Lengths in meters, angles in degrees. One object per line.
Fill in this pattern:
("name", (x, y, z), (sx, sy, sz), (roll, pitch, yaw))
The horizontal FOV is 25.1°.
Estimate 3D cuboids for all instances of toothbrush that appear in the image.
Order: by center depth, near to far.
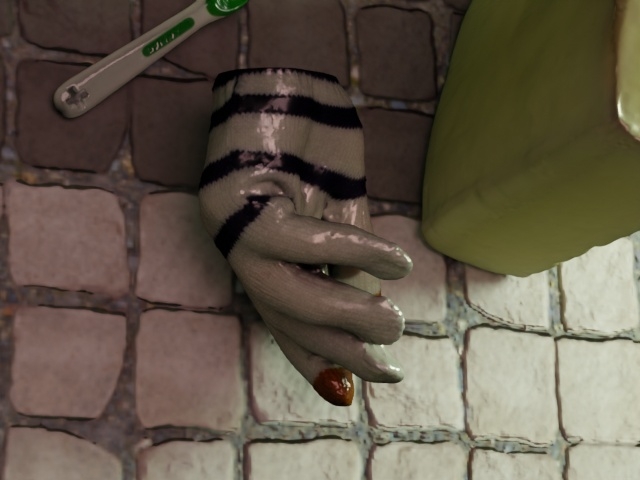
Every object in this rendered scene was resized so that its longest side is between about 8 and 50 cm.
("toothbrush", (-0.071, -0.173, 1.023), (0.304, 0.030, 0.030), (-40, 95, -25))

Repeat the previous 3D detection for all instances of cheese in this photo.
("cheese", (0.185, -0.120, 0.990), (0.124, 0.265, 0.242), (26, 67, -15))

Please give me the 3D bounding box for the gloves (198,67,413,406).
("gloves", (-0.015, 0.000, 0.946), (0.131, 0.140, 0.219), (-1, 90, -6))
